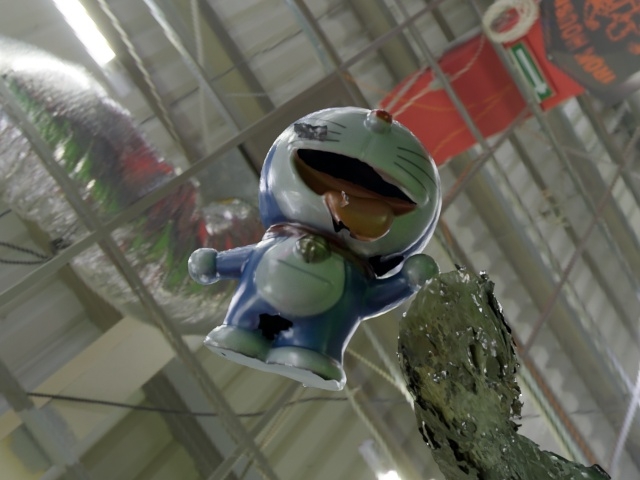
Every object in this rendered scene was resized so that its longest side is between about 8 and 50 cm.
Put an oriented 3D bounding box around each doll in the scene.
[{"bbox_3d":[0.000,0.000,0.749,0.161,0.215,0.256,79,-150,-63],"label":"doll"}]

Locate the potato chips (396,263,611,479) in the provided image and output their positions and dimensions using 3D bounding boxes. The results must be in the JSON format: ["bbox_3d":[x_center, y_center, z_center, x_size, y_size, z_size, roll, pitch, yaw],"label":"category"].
[{"bbox_3d":[0.107,0.116,0.481,0.029,0.202,0.219,-27,-80,-21],"label":"potato chips"}]
